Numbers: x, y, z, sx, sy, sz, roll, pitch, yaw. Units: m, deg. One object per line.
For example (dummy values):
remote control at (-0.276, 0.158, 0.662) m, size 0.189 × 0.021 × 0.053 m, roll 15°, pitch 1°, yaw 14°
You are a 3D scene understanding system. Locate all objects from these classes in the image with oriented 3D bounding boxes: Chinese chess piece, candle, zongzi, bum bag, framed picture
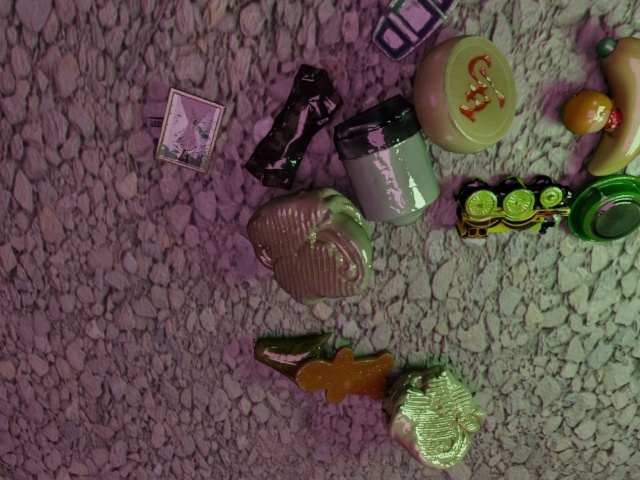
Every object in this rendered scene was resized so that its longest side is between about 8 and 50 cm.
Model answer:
Chinese chess piece at (0.341, -0.337, 1.096) m, size 0.273 × 0.102 × 0.273 m, roll -1°, pitch 93°, yaw -31°
candle at (0.176, -0.172, 1.179) m, size 0.221 × 0.221 × 0.343 m, roll -20°, pitch 107°, yaw 12°
zongzi at (-0.094, 0.319, 1.456) m, size 0.204 × 0.094 × 0.204 m, roll 32°, pitch 106°, yaw -6°
bum bag at (-0.067, -0.287, 1.228) m, size 0.144 × 0.095 × 0.340 m, roll 33°, pitch 104°, yaw 0°
framed picture at (-0.358, -0.295, 1.281) m, size 0.150 × 0.015 × 0.203 m, roll 18°, pitch 112°, yaw -12°

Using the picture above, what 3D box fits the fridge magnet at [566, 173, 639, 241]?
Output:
fridge magnet at (0.753, -0.077, 1.220) m, size 0.207 × 0.088 × 0.208 m, roll 0°, pitch 128°, yaw 0°

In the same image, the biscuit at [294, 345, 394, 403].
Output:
biscuit at (0.075, 0.414, 1.460) m, size 0.323 × 0.049 × 0.206 m, roll 1°, pitch 111°, yaw -18°

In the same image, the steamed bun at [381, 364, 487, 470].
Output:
steamed bun at (0.323, 0.538, 1.432) m, size 0.268 × 0.207 × 0.280 m, roll -39°, pitch 83°, yaw -21°

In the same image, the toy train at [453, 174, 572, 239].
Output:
toy train at (0.505, -0.086, 1.246) m, size 0.296 × 0.100 × 0.161 m, roll -2°, pitch 117°, yaw 6°

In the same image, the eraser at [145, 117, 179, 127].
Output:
eraser at (-0.435, -0.325, 1.288) m, size 0.099 × 0.019 × 0.027 m, roll 2°, pitch 111°, yaw 3°

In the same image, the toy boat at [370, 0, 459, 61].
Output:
toy boat at (0.243, -0.559, 1.105) m, size 0.127 × 0.078 × 0.283 m, roll 42°, pitch 108°, yaw -9°

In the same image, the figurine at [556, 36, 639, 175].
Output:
figurine at (0.701, -0.315, 1.130) m, size 0.222 × 0.124 × 0.325 m, roll 6°, pitch 115°, yaw 3°

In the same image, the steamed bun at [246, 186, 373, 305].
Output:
steamed bun at (-0.006, -0.009, 1.243) m, size 0.324 × 0.219 × 0.310 m, roll -24°, pitch 105°, yaw 40°
